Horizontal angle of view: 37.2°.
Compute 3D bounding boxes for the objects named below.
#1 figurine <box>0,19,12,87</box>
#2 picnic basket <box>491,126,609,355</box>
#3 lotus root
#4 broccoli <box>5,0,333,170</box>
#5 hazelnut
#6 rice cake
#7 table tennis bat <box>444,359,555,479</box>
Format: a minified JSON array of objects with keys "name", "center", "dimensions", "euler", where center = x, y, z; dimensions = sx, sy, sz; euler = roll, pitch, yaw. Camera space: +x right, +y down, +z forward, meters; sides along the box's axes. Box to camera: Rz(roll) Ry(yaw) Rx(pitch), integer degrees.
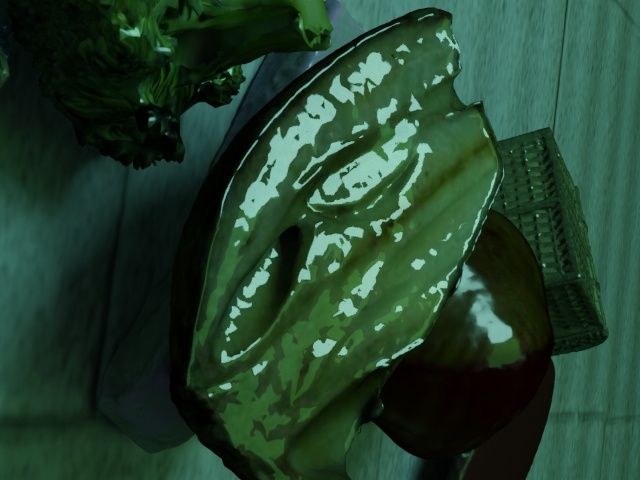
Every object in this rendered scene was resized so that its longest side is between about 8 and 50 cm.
[{"name":"figurine","center":[-0.199,-0.086,0.467],"dimensions":[0.079,0.114,0.114],"euler":[28,62,-7]},{"name":"picnic basket","center":[0.218,0.011,1.015],"dimensions":[0.154,0.134,0.196],"euler":[52,29,-49]},{"name":"lotus root","center":[-0.002,0.002,0.622],"dimensions":[0.314,0.142,0.210],"euler":[-49,115,-30]},{"name":"broccoli","center":[-0.088,-0.140,0.547],"dimensions":[0.226,0.176,0.198],"euler":[42,59,-45]},{"name":"hazelnut","center":[0.092,0.071,0.833],"dimensions":[0.229,0.229,0.230],"euler":[-9,101,-56]},{"name":"rice cake","center":[-0.051,-0.032,0.714],"dimensions":[0.070,0.064,0.399],"euler":[48,54,-39]},{"name":"table tennis bat","center":[0.170,0.289,1.062],"dimensions":[0.414,0.051,0.268],"euler":[-43,142,-40]}]
